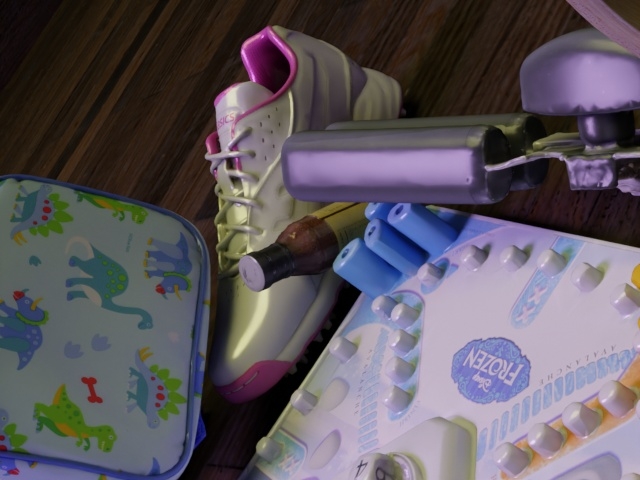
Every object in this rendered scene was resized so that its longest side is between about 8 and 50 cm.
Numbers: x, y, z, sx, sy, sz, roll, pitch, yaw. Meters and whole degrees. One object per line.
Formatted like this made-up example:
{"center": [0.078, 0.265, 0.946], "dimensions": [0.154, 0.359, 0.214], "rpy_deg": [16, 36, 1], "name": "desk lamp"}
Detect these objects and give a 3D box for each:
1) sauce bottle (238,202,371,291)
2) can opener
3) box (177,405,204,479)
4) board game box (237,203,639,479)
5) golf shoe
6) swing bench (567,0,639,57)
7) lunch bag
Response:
{"center": [0.000, 0.000, 0.936], "dimensions": [0.128, 0.042, 0.042], "rpy_deg": [-23, 2, -36], "name": "sauce bottle"}
{"center": [0.094, -0.063, 0.790], "dimensions": [0.280, 0.093, 0.074], "rpy_deg": [-4, 8, 44], "name": "can opener"}
{"center": [-0.231, 0.159, 1.027], "dimensions": [0.167, 0.203, 0.168], "rpy_deg": [-26, 35, 49], "name": "box"}
{"center": [0.023, 0.149, 0.738], "dimensions": [0.390, 0.050, 0.390], "rpy_deg": [-56, 22, -7], "name": "board game box"}
{"center": [-0.041, -0.028, 1.015], "dimensions": [0.115, 0.140, 0.306], "rpy_deg": [-28, 35, 46], "name": "golf shoe"}
{"center": [0.265, -0.208, 0.627], "dimensions": [0.255, 0.165, 0.253], "rpy_deg": [-18, 41, 54], "name": "swing bench"}
{"center": [-0.161, 0.072, 0.915], "dimensions": [0.090, 0.176, 0.219], "rpy_deg": [122, 155, -50], "name": "lunch bag"}
